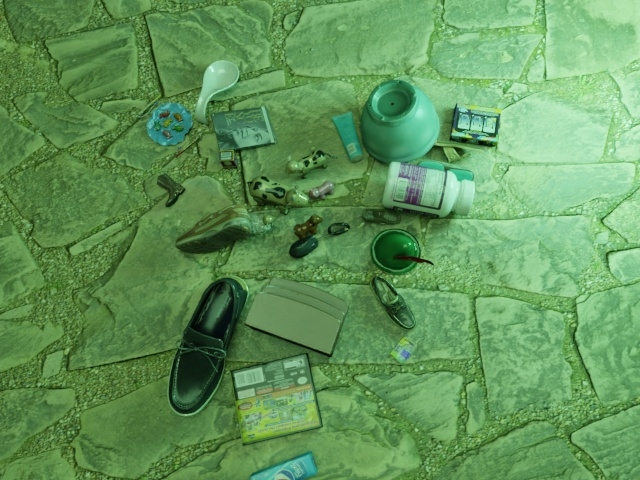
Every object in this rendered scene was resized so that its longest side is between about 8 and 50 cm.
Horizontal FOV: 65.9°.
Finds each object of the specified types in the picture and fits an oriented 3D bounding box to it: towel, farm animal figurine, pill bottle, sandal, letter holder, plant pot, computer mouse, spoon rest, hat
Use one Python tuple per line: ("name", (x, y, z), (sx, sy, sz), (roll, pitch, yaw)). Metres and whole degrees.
("towel", (0.286, 0.376, 1.695), (0.060, 0.009, 0.083), (40, 82, 11))
("farm animal figurine", (-0.112, -0.179, 1.777), (0.327, 0.172, 0.330), (3, 76, 5))
("pill bottle", (0.379, -0.174, 1.744), (0.302, 0.169, 0.169), (11, 77, 6))
("sandal", (0.478, -0.328, 1.837), (0.240, 0.088, 0.079), (18, 109, 15))
("letter holder", (-0.071, 0.244, 1.682), (0.302, 0.152, 0.214), (18, 76, 8))
("plant pot", (0.271, -0.449, 1.774), (0.293, 0.196, 0.292), (-6, 69, 16))
("computer mouse", (0.000, 0.000, 1.776), (0.242, 0.071, 0.041), (-27, 37, -6))
("spoon rest", (-0.418, -0.597, 1.947), (0.137, 0.084, 0.276), (20, 77, 8))
("hat", (0.277, 0.018, 1.695), (0.209, 0.183, 0.172), (5, 76, 5))

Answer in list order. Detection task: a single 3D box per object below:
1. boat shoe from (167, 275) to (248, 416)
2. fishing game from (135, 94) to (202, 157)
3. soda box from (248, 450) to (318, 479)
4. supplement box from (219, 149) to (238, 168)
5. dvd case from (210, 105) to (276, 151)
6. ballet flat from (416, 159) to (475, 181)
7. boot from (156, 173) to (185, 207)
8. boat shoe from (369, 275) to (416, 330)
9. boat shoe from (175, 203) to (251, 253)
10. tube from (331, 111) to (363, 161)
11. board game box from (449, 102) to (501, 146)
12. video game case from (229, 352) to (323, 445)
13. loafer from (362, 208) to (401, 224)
("boat shoe", (-0.393, 0.348, 1.677), (0.187, 0.156, 0.499), (21, 80, 7))
("fishing game", (-0.598, -0.465, 1.952), (0.189, 0.041, 0.264), (-41, 79, -6))
("soda box", (-0.119, 0.755, 1.596), (0.210, 0.071, 0.067), (-21, 75, -2))
("supplement box", (-0.349, -0.307, 1.871), (0.055, 0.083, 0.043), (-4, 75, 3))
("dvd case", (-0.295, -0.432, 1.900), (0.222, 0.018, 0.164), (-12, 74, -17))
("ballet flat", (0.458, -0.253, 1.815), (0.213, 0.068, 0.072), (13, 113, 7))
("boot", (-0.592, -0.193, 1.884), (0.114, 0.037, 0.106), (35, 68, 8))
("boat shoe", (0.249, 0.215, 1.704), (0.080, 0.073, 0.223), (-35, 76, -5))
("boat shoe", (-0.382, -0.041, 1.768), (0.325, 0.123, 0.116), (-18, 60, 23))
("tube", (0.109, -0.399, 1.884), (0.080, 0.052, 0.207), (-15, 70, -5))
("board game box", (0.583, -0.436, 1.858), (0.171, 0.048, 0.141), (11, 75, 7))
("video game case", (-0.152, 0.535, 1.673), (0.275, 0.035, 0.248), (-13, 75, 0))
("loafer", (0.220, -0.089, 1.797), (0.148, 0.050, 0.056), (9, 80, -10))
